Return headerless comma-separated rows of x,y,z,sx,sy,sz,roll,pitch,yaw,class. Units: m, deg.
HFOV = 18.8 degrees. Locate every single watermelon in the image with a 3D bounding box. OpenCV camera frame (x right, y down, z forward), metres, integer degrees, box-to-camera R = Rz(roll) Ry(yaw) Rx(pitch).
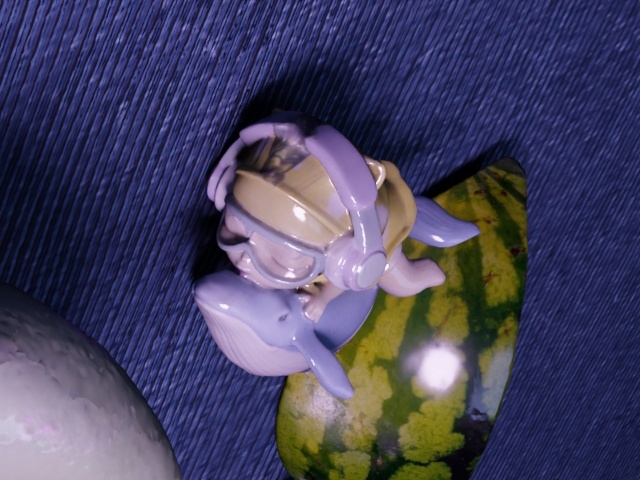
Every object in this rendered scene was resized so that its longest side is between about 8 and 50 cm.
0.073,0.104,1.345,0.159,0.128,0.303,-19,138,-43,watermelon

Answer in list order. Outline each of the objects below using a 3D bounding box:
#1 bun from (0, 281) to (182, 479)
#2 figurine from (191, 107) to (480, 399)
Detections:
-0.213,0.106,0.903,0.293,0.187,0.293,-11,137,-10,bun
0.000,0.000,1.140,0.208,0.128,0.183,-32,144,-44,figurine
